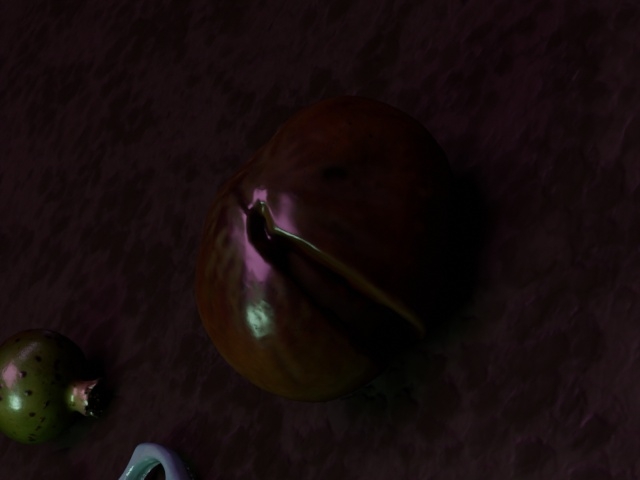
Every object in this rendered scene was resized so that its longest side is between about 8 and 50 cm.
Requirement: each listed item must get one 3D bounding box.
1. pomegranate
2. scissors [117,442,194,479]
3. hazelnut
[{"bbox_3d":[-0.304,0.160,1.382,0.130,0.130,0.130,-31,44,36],"label":"pomegranate"},{"bbox_3d":[-0.088,0.257,1.106,0.360,0.029,0.191,-17,57,43],"label":"scissors"},{"bbox_3d":[0.000,0.000,1.022,0.251,0.217,0.217,-56,34,-7],"label":"hazelnut"}]
